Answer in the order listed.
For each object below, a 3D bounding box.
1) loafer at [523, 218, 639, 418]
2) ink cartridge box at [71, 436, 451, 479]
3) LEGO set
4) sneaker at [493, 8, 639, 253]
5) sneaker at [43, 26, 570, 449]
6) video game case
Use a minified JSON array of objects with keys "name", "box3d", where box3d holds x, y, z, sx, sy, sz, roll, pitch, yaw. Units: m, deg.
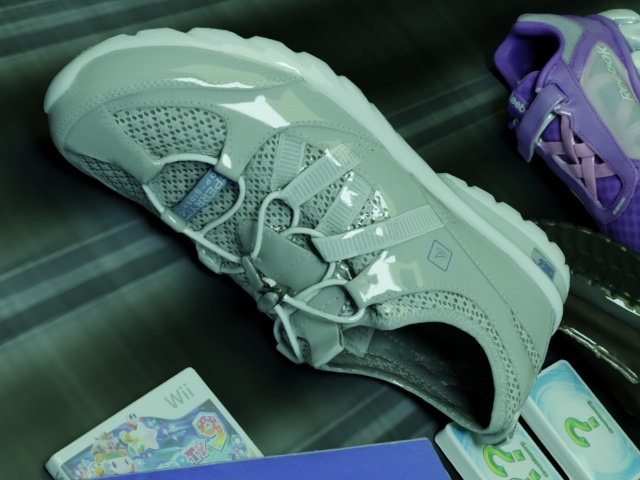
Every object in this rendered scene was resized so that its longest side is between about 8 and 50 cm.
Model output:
[{"name":"loafer","box3d":[0.179,0.063,0.716,0.220,0.078,0.080,29,26,10]},{"name":"ink cartridge box","box3d":[-0.003,0.147,0.447,0.206,0.045,0.208,-3,43,-27]},{"name":"LEGO set","box3d":[0.151,0.172,0.611,0.182,0.060,0.244,-19,67,-46]},{"name":"sneaker","box3d":[0.172,-0.063,0.817,0.105,0.095,0.236,11,44,-25]},{"name":"sneaker","box3d":[0.000,0.000,0.600,0.281,0.105,0.115,26,48,-15]},{"name":"video game case","box3d":[-0.044,0.118,0.530,0.122,0.011,0.087,50,40,8]}]
